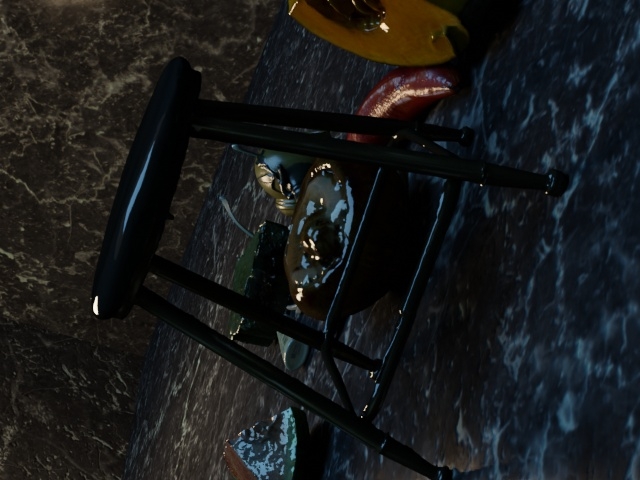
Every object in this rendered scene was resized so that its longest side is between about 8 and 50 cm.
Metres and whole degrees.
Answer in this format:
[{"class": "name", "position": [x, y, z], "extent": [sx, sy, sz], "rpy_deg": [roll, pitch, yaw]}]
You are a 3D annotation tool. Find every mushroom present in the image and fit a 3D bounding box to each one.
[{"class": "mushroom", "position": [0.034, -0.008, 1.575], "extent": [0.253, 0.153, 0.253], "rpy_deg": [-47, 35, 48]}]

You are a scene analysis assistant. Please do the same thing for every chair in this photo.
[{"class": "chair", "position": [-0.027, 0.002, 1.262], "extent": [0.364, 0.410, 0.362], "rpy_deg": [-124, 52, -74]}]

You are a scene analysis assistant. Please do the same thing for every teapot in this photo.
[{"class": "teapot", "position": [-0.031, -0.110, 2.067], "extent": [0.269, 0.173, 0.183], "rpy_deg": [-93, -3, -82]}]

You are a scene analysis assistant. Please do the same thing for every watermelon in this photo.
[{"class": "watermelon", "position": [-0.063, 0.360, 1.700], "extent": [0.231, 0.128, 0.146], "rpy_deg": [105, 146, -63]}]

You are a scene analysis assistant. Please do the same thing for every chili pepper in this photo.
[{"class": "chili pepper", "position": [0.111, -0.186, 1.665], "extent": [0.368, 0.092, 0.137], "rpy_deg": [125, 156, -58]}]

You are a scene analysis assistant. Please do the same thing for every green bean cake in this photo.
[{"class": "green bean cake", "position": [-0.106, 0.091, 2.195], "extent": [0.193, 0.107, 0.208], "rpy_deg": [128, 156, -50]}]

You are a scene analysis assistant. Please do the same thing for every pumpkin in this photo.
[{"class": "pumpkin", "position": [0.115, -0.379, 1.510], "extent": [0.303, 0.256, 0.225], "rpy_deg": [-3, 62, 61]}]

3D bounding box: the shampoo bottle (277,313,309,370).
[{"class": "shampoo bottle", "position": [-0.055, 0.175, 2.002], "extent": [0.191, 0.041, 0.069], "rpy_deg": [-129, 51, -75]}]

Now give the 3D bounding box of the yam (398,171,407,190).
[{"class": "yam", "position": [0.122, -0.089, 1.655], "extent": [0.107, 0.014, 0.014], "rpy_deg": [-86, 18, -49]}]

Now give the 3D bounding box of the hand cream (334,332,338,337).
[{"class": "hand cream", "position": [0.039, 0.026, 1.748], "extent": [0.079, 0.050, 0.275], "rpy_deg": [-41, -34, -60]}]

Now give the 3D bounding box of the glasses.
[{"class": "glasses", "position": [-0.101, -0.089, 2.263], "extent": [0.088, 0.220, 0.190], "rpy_deg": [-1, 65, 36]}]

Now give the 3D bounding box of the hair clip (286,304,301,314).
[{"class": "hair clip", "position": [-0.029, 0.106, 2.022], "extent": [0.039, 0.030, 0.115], "rpy_deg": [-58, 6, -30]}]
